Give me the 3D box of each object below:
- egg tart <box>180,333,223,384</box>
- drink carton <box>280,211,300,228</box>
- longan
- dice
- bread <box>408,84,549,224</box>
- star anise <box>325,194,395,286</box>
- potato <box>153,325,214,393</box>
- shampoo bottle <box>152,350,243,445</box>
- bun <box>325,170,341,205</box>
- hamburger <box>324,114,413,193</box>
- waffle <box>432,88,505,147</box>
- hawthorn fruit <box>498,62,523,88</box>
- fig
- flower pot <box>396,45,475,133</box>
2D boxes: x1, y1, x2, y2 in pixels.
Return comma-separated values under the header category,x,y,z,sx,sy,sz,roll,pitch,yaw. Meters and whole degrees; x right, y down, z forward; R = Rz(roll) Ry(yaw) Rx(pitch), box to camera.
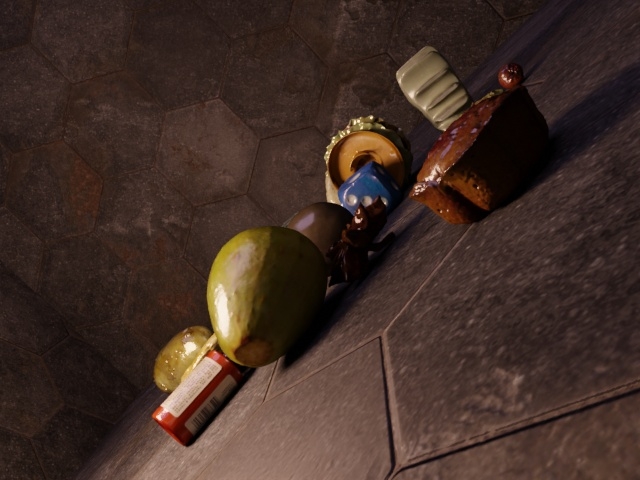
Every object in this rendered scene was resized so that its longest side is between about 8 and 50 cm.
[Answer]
category,x,y,z,sx,sy,sz,roll,pitch,yaw
egg tart,-0.256,0.310,1.507,0.279,0.095,0.279,-51,-8,-10
drink carton,-0.064,0.037,1.872,0.191,0.185,0.189,-50,-4,-30
longan,0.000,0.000,1.489,0.220,0.196,0.196,-45,5,16
dice,0.146,-0.136,1.662,0.146,0.146,0.143,-41,8,23
bread,0.255,-0.139,0.931,0.247,0.135,0.232,-48,6,-26
star anise,0.078,0.012,1.260,0.212,0.111,0.196,-51,-3,21
potato,-0.448,0.397,1.917,0.307,0.173,0.210,-44,3,38
shampoo bottle,-0.253,0.332,1.329,0.278,0.104,0.104,-47,6,-26
bun,0.097,-0.150,1.992,0.134,0.220,0.220,-13,14,12
hamburger,0.156,-0.254,1.809,0.274,0.274,0.212,-42,8,25
waffle,0.414,-0.330,1.599,0.223,0.054,0.204,-39,6,45
hawthorn fruit,0.541,-0.466,1.625,0.077,0.077,0.077,-44,6,5
fig,-0.122,0.120,1.216,0.258,0.258,0.326,-41,19,34
flower pot,0.373,-0.477,1.845,0.164,0.254,0.367,-39,3,17
